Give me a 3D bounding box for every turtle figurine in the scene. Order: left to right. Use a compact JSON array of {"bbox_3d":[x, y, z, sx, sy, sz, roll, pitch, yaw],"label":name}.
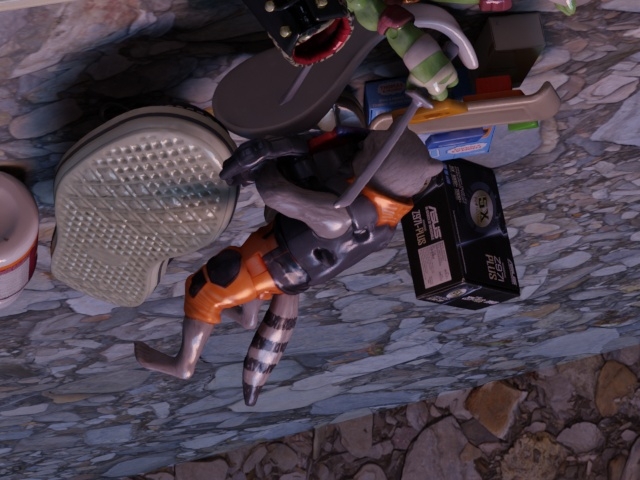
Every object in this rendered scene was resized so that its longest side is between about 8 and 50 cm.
[{"bbox_3d":[0.085,-0.200,1.610,0.266,0.274,0.198,-14,-170,-10],"label":"turtle figurine"}]

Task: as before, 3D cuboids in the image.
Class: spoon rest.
[{"bbox_3d":[0.020,-0.178,1.819,0.276,0.137,0.084,-19,129,-5],"label":"spoon rest"}]

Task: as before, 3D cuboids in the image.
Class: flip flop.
[{"bbox_3d":[-0.007,-0.102,2.106,0.112,0.080,0.277,-3,147,-9],"label":"flip flop"}]

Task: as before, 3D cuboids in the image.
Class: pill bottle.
[{"bbox_3d":[-0.399,0.007,2.129,0.121,0.121,0.221,-6,163,-12],"label":"pill bottle"}]

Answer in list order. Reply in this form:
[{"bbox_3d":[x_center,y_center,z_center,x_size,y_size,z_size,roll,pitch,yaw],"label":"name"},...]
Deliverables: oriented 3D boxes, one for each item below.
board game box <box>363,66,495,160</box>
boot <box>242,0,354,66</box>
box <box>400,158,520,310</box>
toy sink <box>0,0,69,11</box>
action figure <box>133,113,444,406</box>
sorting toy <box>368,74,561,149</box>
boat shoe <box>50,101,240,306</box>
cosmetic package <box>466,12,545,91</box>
[{"bbox_3d":[0.130,-0.142,2.098,0.160,0.039,0.211,-10,162,-4],"label":"board game box"},{"bbox_3d":[-0.051,-0.242,1.402,0.085,0.178,0.236,-34,167,2],"label":"boot"},{"bbox_3d":[0.177,-0.009,2.312,0.077,0.180,0.147,-21,160,31],"label":"box"},{"bbox_3d":[-0.213,-0.261,1.358,0.153,0.131,0.234,-8,163,-7],"label":"toy sink"},{"bbox_3d":[0.000,0.000,1.795,0.330,0.178,0.341,-43,164,27],"label":"action figure"},{"bbox_3d":[0.156,-0.146,1.911,0.196,0.047,0.348,-10,176,11],"label":"sorting toy"},{"bbox_3d":[-0.192,-0.063,1.953,0.187,0.156,0.500,24,159,-8],"label":"boat shoe"},{"bbox_3d":[0.201,-0.204,1.936,0.060,0.041,0.115,-7,163,-9],"label":"cosmetic package"}]
